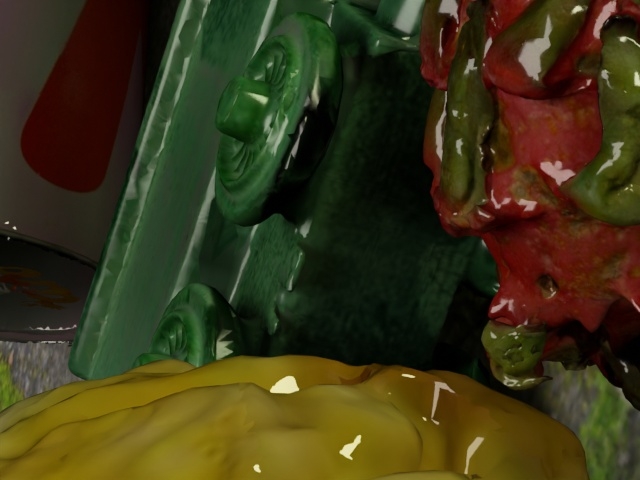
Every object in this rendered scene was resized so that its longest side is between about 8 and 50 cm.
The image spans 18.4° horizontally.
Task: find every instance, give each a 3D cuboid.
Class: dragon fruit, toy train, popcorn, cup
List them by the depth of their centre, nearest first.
[{"bbox_3d":[-0.035,0.221,0.611,0.390,0.344,0.354,-145,39,-72],"label":"popcorn"},{"bbox_3d":[0.109,-0.038,0.643,0.167,0.160,0.172,29,127,25],"label":"dragon fruit"},{"bbox_3d":[0.000,0.000,0.808,0.202,0.145,0.266,-126,53,-65],"label":"toy train"},{"bbox_3d":[-0.182,-0.101,1.186,0.203,0.203,0.288,-28,50,56],"label":"cup"}]
